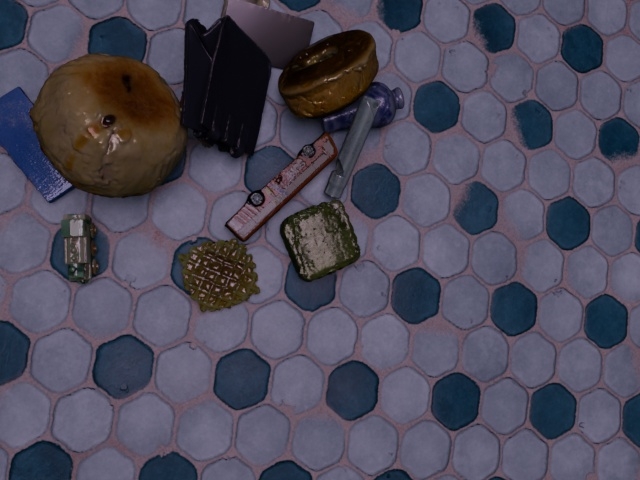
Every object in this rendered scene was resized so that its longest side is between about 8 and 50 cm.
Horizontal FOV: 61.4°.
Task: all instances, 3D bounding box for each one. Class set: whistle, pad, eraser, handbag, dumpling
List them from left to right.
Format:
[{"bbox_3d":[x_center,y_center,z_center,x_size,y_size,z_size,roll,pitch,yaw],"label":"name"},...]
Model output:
[{"bbox_3d":[-0.799,-0.265,1.510,0.144,0.042,0.312,-40,93,-11],"label":"eraser"},{"bbox_3d":[-0.266,-0.408,1.487,0.122,0.303,0.329,6,86,19],"label":"handbag"},{"bbox_3d":[-0.217,-0.730,1.623,0.134,0.100,0.169,19,83,-11],"label":"dumpling"},{"bbox_3d":[-0.161,-0.614,1.625,0.265,0.009,0.159,11,107,-16],"label":"pad"},{"bbox_3d":[0.092,-0.272,1.589,0.062,0.062,0.312,21,110,-8],"label":"whistle"}]

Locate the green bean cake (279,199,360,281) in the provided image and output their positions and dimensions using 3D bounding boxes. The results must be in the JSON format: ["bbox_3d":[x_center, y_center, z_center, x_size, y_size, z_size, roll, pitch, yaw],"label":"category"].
[{"bbox_3d":[0.000,0.000,1.592,0.200,0.113,0.214,-23,89,-10],"label":"green bean cake"}]

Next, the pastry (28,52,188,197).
[{"bbox_3d":[-0.548,-0.285,1.413,0.389,0.313,0.388,19,57,-31],"label":"pastry"}]

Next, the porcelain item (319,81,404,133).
[{"bbox_3d":[0.125,-0.399,1.643,0.259,0.141,0.141,-17,88,-1],"label":"porcelain item"}]

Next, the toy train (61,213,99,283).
[{"bbox_3d":[-0.658,0.022,1.470,0.081,0.125,0.193,-4,85,-7],"label":"toy train"}]

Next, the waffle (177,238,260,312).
[{"bbox_3d":[-0.291,0.098,1.562,0.214,0.054,0.207,-21,86,-17],"label":"waffle"}]

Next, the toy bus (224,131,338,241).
[{"bbox_3d":[-0.112,-0.161,1.596,0.409,0.093,0.092,-44,94,-10],"label":"toy bus"}]

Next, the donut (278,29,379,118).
[{"bbox_3d":[0.024,-0.471,1.558,0.330,0.330,0.160,-31,128,-11],"label":"donut"}]
